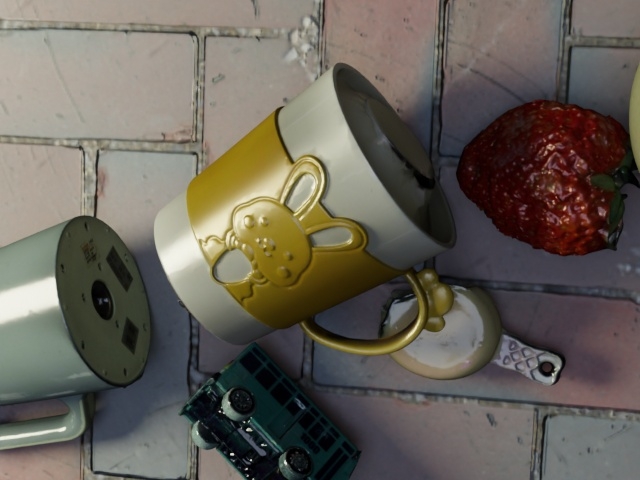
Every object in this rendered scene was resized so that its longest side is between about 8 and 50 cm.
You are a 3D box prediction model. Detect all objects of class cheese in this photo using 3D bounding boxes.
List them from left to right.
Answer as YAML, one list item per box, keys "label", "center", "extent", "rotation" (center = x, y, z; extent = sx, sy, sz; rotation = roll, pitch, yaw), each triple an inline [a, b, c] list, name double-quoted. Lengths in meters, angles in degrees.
- label: "cheese"
  center: [0.137, 0.082, 1.102]
  extent: [0.171, 0.047, 0.092]
  rotation: [3, 101, 11]

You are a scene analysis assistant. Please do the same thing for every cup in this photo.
- label: "cup"
  center: [0.000, 0.000, 1.053]
  extent: [0.226, 0.185, 0.241]
  rotation: [-31, 93, 18]

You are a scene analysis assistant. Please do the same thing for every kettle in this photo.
- label: "kettle"
  center: [-0.290, 0.105, 1.152]
  extent: [0.243, 0.160, 0.211]
  rotation: [-17, 123, 19]

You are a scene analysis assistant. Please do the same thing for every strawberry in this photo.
- label: "strawberry"
  center: [0.194, -0.056, 1.035]
  extent: [0.148, 0.131, 0.131]
  rotation: [18, 101, 3]

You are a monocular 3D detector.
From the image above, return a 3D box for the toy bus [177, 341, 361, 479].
- label: "toy bus"
  center: [-0.042, 0.181, 1.126]
  extent: [0.160, 0.092, 0.079]
  rotation: [46, 132, 2]

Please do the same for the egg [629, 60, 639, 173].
- label: "egg"
  center: [0.364, -0.121, 0.944]
  extent: [0.219, 0.219, 0.269]
  rotation: [39, 119, 3]
